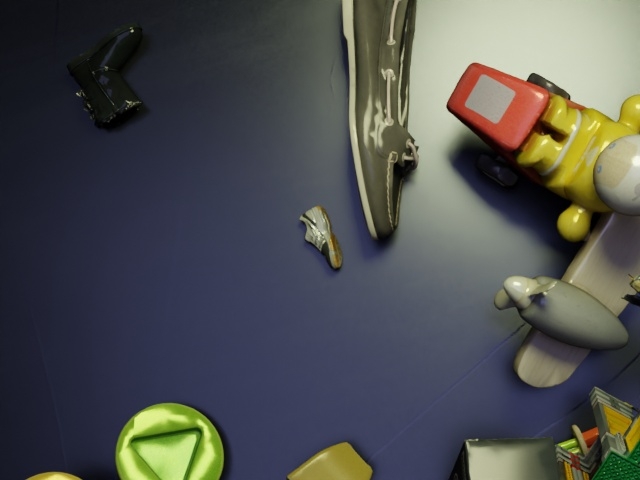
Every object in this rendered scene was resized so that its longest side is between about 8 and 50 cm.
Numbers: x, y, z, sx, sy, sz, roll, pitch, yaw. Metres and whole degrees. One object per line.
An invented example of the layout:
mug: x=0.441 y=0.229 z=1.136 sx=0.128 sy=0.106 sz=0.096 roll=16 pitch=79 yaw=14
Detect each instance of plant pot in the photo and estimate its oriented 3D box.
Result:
plant pot: x=0.017 y=0.287 z=1.413 sx=0.083 sy=0.081 sz=0.081 roll=-40 pitch=80 yaw=-12

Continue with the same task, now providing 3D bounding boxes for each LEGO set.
LEGO set: x=0.396 y=0.207 z=1.261 sx=0.254 sy=0.192 sz=0.331 roll=20 pitch=108 yaw=0

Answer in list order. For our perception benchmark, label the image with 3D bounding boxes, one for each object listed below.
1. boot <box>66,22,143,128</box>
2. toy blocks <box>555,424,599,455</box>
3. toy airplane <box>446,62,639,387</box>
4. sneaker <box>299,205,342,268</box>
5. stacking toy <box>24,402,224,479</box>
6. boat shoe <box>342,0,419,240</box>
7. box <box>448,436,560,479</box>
boot: x=-0.261 y=-0.210 z=1.525 sx=0.121 sy=0.045 sz=0.099 roll=-33 pitch=78 yaw=7
toy blocks: x=0.340 y=0.270 z=1.396 sx=0.148 sy=0.054 sz=0.123 roll=-19 pitch=79 yaw=1
toy airplane: x=0.360 y=-0.052 z=1.326 sx=0.384 sy=0.272 sz=0.386 roll=-13 pitch=89 yaw=8
sneaker: x=0.000 y=0.000 z=1.481 sx=0.037 sy=0.032 sz=0.083 roll=-24 pitch=75 yaw=15
stacking toy: x=-0.203 y=0.368 z=1.432 sx=0.309 sy=0.130 sz=0.279 roll=45 pitch=62 yaw=7
boat shoe: x=0.085 y=-0.170 z=1.454 sx=0.095 sy=0.112 sz=0.335 roll=-7 pitch=78 yaw=9
box: x=0.195 y=0.359 z=1.232 sx=0.103 sy=0.184 sz=0.261 roll=1 pitch=60 yaw=-5
